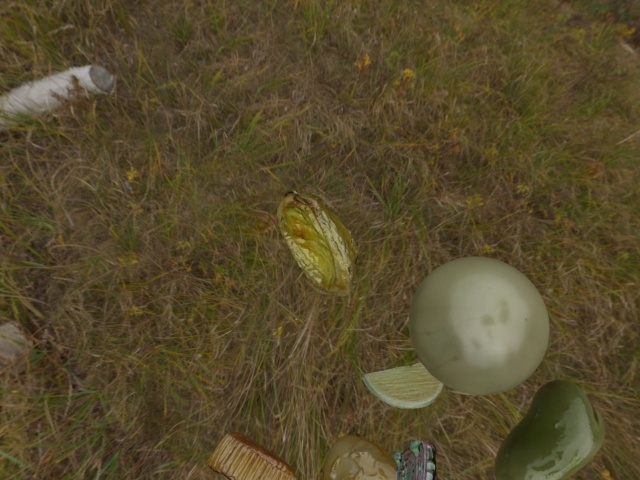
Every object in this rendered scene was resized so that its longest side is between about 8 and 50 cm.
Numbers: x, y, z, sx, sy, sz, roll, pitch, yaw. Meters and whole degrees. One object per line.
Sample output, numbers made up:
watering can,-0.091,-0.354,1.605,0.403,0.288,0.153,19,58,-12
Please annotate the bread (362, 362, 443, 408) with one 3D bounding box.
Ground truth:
bread,0.204,0.338,1.019,0.192,0.112,0.036,-7,122,-17

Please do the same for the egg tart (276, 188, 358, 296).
egg tart,0.000,0.000,1.016,0.095,0.279,0.279,-32,83,-22

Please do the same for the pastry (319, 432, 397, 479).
pastry,0.119,0.589,0.979,0.184,0.284,0.316,-42,103,-22

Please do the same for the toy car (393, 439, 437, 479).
toy car,0.132,0.321,0.611,0.055,0.142,0.069,12,54,-1

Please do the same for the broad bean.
broad bean,0.460,0.405,0.896,0.263,0.189,0.121,-43,90,-16

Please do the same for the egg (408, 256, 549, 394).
egg,0.220,0.124,0.639,0.185,0.242,0.186,-4,59,7

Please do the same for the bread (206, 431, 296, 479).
bread,-0.147,0.500,0.984,0.199,0.199,0.104,32,64,3
